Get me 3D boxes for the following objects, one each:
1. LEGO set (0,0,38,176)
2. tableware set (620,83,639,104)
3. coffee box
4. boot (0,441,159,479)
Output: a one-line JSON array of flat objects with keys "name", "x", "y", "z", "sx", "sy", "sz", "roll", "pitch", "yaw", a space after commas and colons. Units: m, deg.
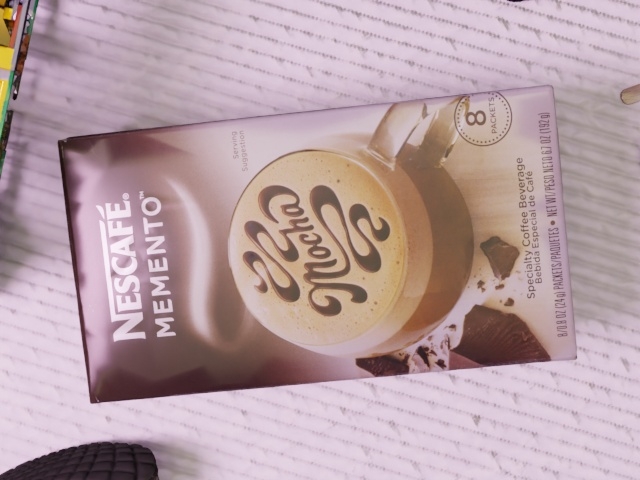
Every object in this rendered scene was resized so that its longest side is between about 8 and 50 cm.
[{"name": "LEGO set", "x": -0.278, "y": -0.100, "z": 0.668, "sx": 0.192, "sy": 0.255, "sz": 0.331, "roll": 12, "pitch": 104, "yaw": -14}, {"name": "tableware set", "x": 0.307, "y": -0.077, "z": 0.742, "sx": 0.194, "sy": 0.039, "sz": 0.128, "roll": -24, "pitch": 93, "yaw": 5}, {"name": "coffee box", "x": 0.000, "y": 0.000, "z": 0.727, "sx": 0.297, "sy": 0.119, "sz": 0.168, "roll": -6, "pitch": 96, "yaw": 4}, {"name": "boot", "x": -0.201, "y": 0.244, "z": 0.791, "sx": 0.246, "sy": 0.083, "sz": 0.161, "roll": -19, "pitch": 101, "yaw": 10}]
